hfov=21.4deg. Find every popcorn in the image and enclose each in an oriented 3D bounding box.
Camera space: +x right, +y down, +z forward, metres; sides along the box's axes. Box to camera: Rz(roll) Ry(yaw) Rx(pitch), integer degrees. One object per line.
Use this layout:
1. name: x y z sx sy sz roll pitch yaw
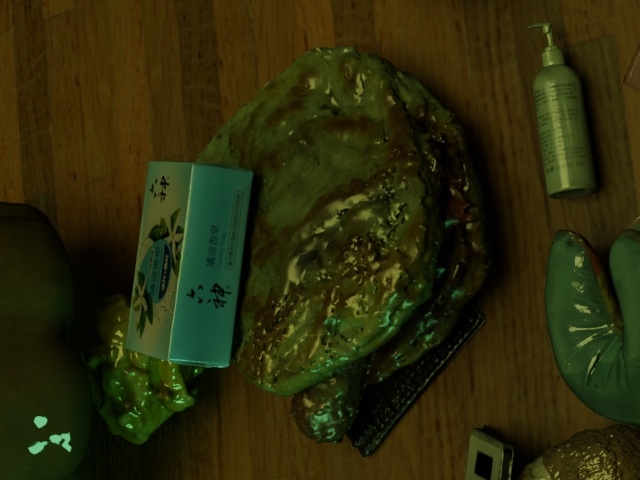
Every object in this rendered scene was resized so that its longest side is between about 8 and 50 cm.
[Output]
1. popcorn: -0.220 0.154 2.118 0.197 0.156 0.197 178 90 -78

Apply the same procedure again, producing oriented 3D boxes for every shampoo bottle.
1. shampoo bottle: 0.262 -0.145 1.848 0.056 0.056 0.195 -13 77 36

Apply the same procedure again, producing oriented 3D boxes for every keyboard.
1. keyboard: 0.098 0.149 1.964 0.231 0.023 0.072 -52 56 21

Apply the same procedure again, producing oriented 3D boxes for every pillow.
1. pillow: 0.308 0.090 1.720 0.233 0.086 0.214 -3 105 68

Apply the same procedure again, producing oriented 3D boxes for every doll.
1. doll: 0.289 0.249 1.751 0.221 0.105 0.115 -27 43 40

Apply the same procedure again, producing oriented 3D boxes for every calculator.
1. calculator: 0.171 0.334 1.826 0.021 0.161 0.261 7 88 -7

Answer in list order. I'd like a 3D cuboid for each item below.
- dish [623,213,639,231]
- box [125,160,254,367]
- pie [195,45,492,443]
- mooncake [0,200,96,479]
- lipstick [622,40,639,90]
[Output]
1. dish: 0.425 -0.017 1.698 0.212 0.077 0.151 -49 57 24
2. box: -0.154 0.025 1.969 0.142 0.083 0.232 7 91 64
3. pie: -0.002 -0.025 1.965 0.395 0.180 0.418 -48 52 27
4. mooncake: -0.426 0.169 2.114 0.467 0.262 0.467 173 90 -80
5. lipstick: 0.371 -0.223 1.780 0.045 0.045 0.145 31 104 37
